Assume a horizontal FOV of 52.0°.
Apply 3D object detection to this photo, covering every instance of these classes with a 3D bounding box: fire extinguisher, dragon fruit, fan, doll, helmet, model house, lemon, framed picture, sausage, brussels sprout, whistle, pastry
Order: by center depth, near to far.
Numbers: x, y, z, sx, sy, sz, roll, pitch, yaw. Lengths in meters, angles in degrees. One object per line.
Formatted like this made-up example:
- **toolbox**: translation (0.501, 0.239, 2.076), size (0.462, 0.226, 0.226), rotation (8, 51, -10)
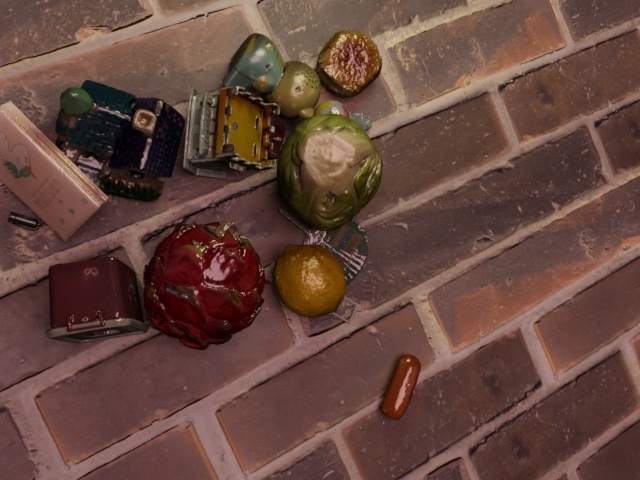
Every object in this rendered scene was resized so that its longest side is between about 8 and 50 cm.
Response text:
- **model house**: translation (-0.501, -0.260, 1.624), size (0.298, 0.284, 0.244), rotation (16, 75, -18)
- **fire extinguisher**: translation (-0.737, -0.046, 1.646), size (0.083, 0.025, 0.038), rotation (17, 113, -18)
- **dragon fruit**: translation (-0.291, 0.113, 1.652), size (0.329, 0.329, 0.330), rotation (2, 84, -20)
- **model house**: translation (-0.248, -0.291, 1.749), size (0.198, 0.215, 0.224), rotation (12, 79, -58)
- **brussels sprout**: translation (0.019, -0.193, 1.765), size (0.281, 0.355, 0.289), rotation (44, 87, 4)
- **lemon**: translation (-0.031, 0.111, 1.805), size (0.192, 0.192, 0.231), rotation (-39, 97, -19)
- **doll**: translation (-0.118, -0.449, 1.834), size (0.260, 0.161, 0.177), rotation (32, 40, -22)
- **helmet**: translation (-0.150, -0.288, 1.870), size (0.089, 0.057, 0.111), rotation (48, 56, -47)
- **fan**: translation (0.006, 0.033, 1.923), size (0.294, 0.012, 0.223), rotation (8, 84, -19)
- **framed picture**: translation (0.064, 0.195, 1.926), size (0.089, 0.006, 0.066), rotation (32, 79, -17)
- **whistle**: translation (0.067, -0.352, 1.931), size (0.223, 0.123, 0.123), rotation (-5, 87, -35)
- **sausage**: translation (0.240, 0.431, 1.939), size (0.076, 0.076, 0.198), rotation (28, 75, -16)
- **pastry**: translation (0.086, -0.525, 1.959), size (0.182, 0.093, 0.193), rotation (38, 78, -14)

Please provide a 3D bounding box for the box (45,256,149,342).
- **box**: translation (-0.532, 0.146, 1.566), size (0.193, 0.294, 0.168), rotation (-10, 79, -7)

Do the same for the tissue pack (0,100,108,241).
- **tissue pack**: translation (-0.689, -0.164, 1.606), size (0.325, 0.170, 0.071), rotation (46, 27, -11)
